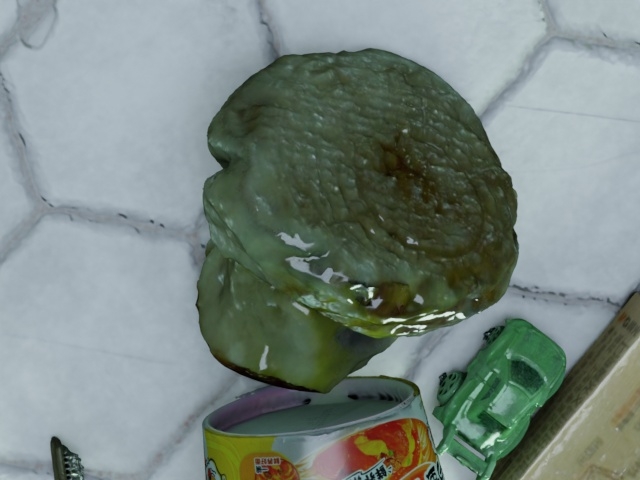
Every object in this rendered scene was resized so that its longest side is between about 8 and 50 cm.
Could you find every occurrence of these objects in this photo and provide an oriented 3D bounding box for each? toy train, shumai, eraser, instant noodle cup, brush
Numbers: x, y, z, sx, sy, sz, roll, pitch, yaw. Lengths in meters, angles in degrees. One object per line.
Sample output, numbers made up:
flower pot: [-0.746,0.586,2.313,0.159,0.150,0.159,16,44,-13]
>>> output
toy train: [0.175,0.153,1.660,0.099,0.081,0.149,38,97,-13]
shumai: [0.000,0.000,1.575,0.309,0.304,0.263,29,133,-14]
eraser: [0.305,0.177,1.684,0.144,0.078,0.343,38,96,-14]
instant noodle cup: [0.007,0.246,1.579,0.264,0.264,0.200,-9,99,-5]
brush: [-0.240,0.283,1.668,0.028,0.034,0.190,-9,104,-21]
